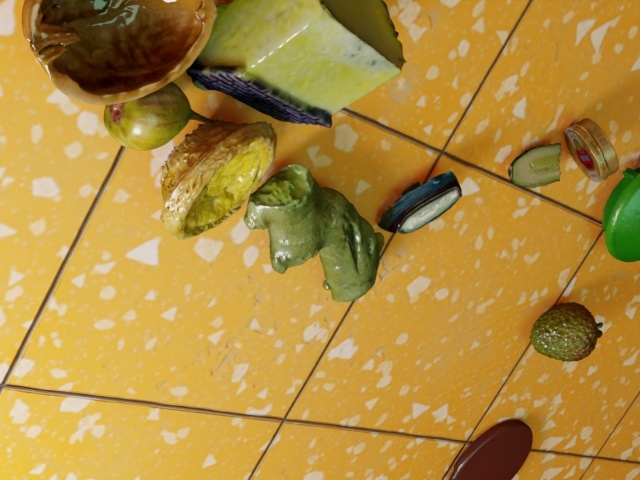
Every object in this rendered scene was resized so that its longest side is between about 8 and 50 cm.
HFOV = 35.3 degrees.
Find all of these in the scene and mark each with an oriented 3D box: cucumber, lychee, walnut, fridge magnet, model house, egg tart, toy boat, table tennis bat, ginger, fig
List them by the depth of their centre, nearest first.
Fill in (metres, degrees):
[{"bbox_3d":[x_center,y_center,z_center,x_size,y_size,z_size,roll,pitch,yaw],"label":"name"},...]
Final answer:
[{"bbox_3d":[-0.221,-0.235,1.061,0.211,0.087,0.167,-15,121,-32],"label":"walnut"},{"bbox_3d":[-0.183,-0.159,1.171,0.166,0.093,0.093,-38,146,-56],"label":"fig"},{"bbox_3d":[-0.037,-0.235,1.197,0.211,0.170,0.194,-32,150,26],"label":"model house"},{"bbox_3d":[-0.132,-0.084,1.214,0.191,0.074,0.191,-45,170,-11],"label":"egg tart"},{"bbox_3d":[-0.003,-0.003,1.403,0.290,0.089,0.137,31,80,-51],"label":"ginger"},{"bbox_3d":[0.146,-0.055,1.495,0.137,0.061,0.060,-37,128,1],"label":"toy boat"},{"bbox_3d":[0.339,-0.120,1.619,0.107,0.035,0.067,-12,108,-30],"label":"cucumber"},{"bbox_3d":[0.592,-0.055,1.824,0.208,0.088,0.208,-20,129,-26],"label":"fridge magnet"},{"bbox_3d":[0.460,0.172,1.868,0.146,0.114,0.114,-7,126,-12],"label":"lychee"},{"bbox_3d":[0.312,0.481,2.023,0.310,0.038,0.200,-36,135,-12],"label":"table tennis bat"}]

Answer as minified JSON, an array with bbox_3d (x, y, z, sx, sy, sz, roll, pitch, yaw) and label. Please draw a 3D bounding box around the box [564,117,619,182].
[{"bbox_3d":[0.438,-0.146,1.625,0.037,0.105,0.105,-30,135,-4],"label":"box"}]
